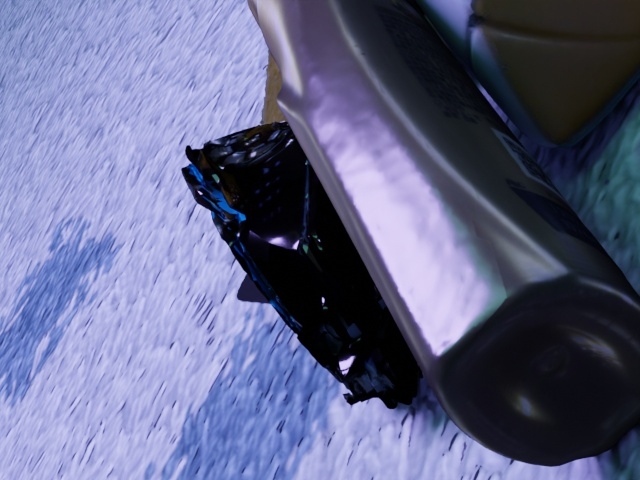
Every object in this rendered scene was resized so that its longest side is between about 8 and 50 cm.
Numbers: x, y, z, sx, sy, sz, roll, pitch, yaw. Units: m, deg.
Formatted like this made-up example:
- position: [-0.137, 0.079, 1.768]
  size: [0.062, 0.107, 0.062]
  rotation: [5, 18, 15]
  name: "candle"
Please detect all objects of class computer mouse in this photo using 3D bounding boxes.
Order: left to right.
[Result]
- position: [0.000, 0.000, 0.809]
  size: [0.077, 0.146, 0.242]
  rotation: [-39, 29, 3]
  name: "computer mouse"

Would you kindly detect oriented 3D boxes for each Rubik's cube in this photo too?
- position: [0.099, -0.157, 0.802]
  size: [0.254, 0.254, 0.254]
  rotation: [-43, 27, 29]
  name: "Rubik's cube"

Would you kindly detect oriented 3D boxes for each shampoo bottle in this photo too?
- position: [0.037, -0.050, 0.720]
  size: [0.084, 0.125, 0.350]
  rotation: [-43, 41, 14]
  name: "shampoo bottle"

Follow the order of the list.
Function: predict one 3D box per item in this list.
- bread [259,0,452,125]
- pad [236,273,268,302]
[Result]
- position: [0.034, -0.143, 0.991]
  size: [0.207, 0.056, 0.286]
  rotation: [-43, 29, 37]
  name: "bread"
- position: [0.003, -0.029, 0.988]
  size: [0.112, 0.003, 0.157]
  rotation: [1, 61, 62]
  name: "pad"
